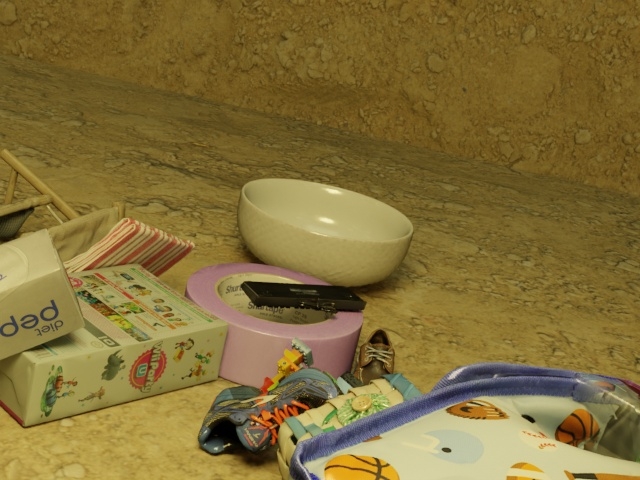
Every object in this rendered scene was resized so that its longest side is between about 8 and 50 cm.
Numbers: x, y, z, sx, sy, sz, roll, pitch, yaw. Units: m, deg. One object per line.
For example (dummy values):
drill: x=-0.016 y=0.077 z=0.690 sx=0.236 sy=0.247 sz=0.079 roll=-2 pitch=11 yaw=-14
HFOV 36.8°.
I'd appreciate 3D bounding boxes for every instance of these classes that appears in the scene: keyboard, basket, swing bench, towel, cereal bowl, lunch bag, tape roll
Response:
keyboard: x=-0.021 y=0.089 z=1.446 sx=0.180 sy=0.023 sz=0.108 roll=3 pitch=14 yaw=-25
basket: x=0.116 y=0.261 z=1.018 sx=0.288 sy=0.201 sz=0.255 roll=-4 pitch=24 yaw=-21
swing bench: x=-0.481 y=-0.007 z=1.487 sx=0.254 sy=0.165 sz=0.253 roll=24 pitch=20 yaw=15
towel: x=-0.291 y=0.027 z=1.465 sx=0.029 sy=0.144 sz=0.197 roll=60 pitch=13 yaw=20
cereal bowl: x=0.000 y=0.000 z=1.819 sx=0.338 sy=0.141 sz=0.339 roll=11 pitch=19 yaw=-4
lunch bag: x=0.120 y=0.286 z=0.754 sx=0.238 sy=0.328 sz=0.385 roll=31 pitch=26 yaw=34
tape roll: x=-0.076 y=0.127 z=1.472 sx=0.274 sy=0.090 sz=0.275 roll=12 pitch=18 yaw=-4

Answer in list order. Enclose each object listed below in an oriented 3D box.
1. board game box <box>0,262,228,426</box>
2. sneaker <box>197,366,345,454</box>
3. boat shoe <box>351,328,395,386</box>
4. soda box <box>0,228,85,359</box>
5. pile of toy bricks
board game box: x=-0.312 y=0.128 z=1.294 sx=0.224 sy=0.098 sz=0.303 roll=28 pitch=25 yaw=38
sneaker: x=-0.057 y=0.216 z=1.147 sx=0.221 sy=0.083 sz=0.087 roll=-22 pitch=16 yaw=36
boat shoe: x=0.078 y=0.185 z=1.436 sx=0.066 sy=0.066 sz=0.183 roll=12 pitch=18 yaw=-3
soda box: x=-0.428 y=0.094 z=1.108 sx=0.286 sy=0.098 sz=0.091 roll=-21 pitch=40 yaw=-13
pile of toy bricks: x=-0.008 y=0.223 z=1.239 sx=0.105 sy=0.118 sz=0.212 roll=-36 pitch=53 yaw=-24
